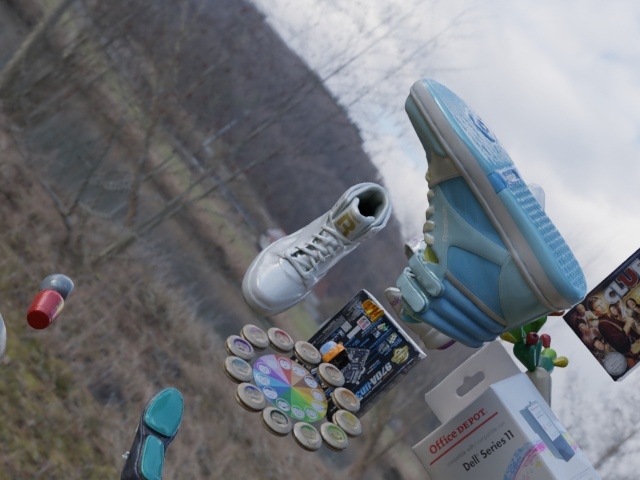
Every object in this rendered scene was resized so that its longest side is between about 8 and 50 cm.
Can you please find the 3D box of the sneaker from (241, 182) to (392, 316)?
[{"bbox_3d":[0.000,0.000,1.542,0.108,0.292,0.169,47,-41,2],"label":"sneaker"}]

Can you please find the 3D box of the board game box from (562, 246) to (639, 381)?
[{"bbox_3d":[0.606,0.131,1.812,0.042,0.243,0.165,10,38,-54],"label":"board game box"}]

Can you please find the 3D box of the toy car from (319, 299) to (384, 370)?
[{"bbox_3d":[0.043,0.134,1.329,0.040,0.122,0.060,45,5,27],"label":"toy car"}]

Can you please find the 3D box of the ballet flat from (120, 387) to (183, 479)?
[{"bbox_3d":[-0.271,0.317,1.496,0.074,0.074,0.203,55,24,-28],"label":"ballet flat"}]

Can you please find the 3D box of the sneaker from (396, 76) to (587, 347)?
[{"bbox_3d":[0.142,-0.018,1.114,0.127,0.208,0.319,-3,60,-59],"label":"sneaker"}]

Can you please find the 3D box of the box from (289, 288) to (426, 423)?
[{"bbox_3d":[0.063,0.229,1.806,0.175,0.220,0.051,47,4,26],"label":"box"}]

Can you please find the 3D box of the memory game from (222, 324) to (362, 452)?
[{"bbox_3d":[-0.029,0.163,1.064,0.186,0.012,0.186,29,26,-16],"label":"memory game"}]

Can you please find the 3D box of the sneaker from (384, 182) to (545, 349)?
[{"bbox_3d":[0.221,0.013,1.415,0.152,0.305,0.114,41,-14,0],"label":"sneaker"}]

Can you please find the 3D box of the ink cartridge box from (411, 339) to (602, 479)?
[{"bbox_3d":[0.291,0.357,1.509,0.119,0.207,0.353,-7,57,-50],"label":"ink cartridge box"}]

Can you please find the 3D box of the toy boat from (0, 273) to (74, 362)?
[{"bbox_3d":[-0.624,0.136,1.775,0.148,0.318,0.267,-85,164,-66],"label":"toy boat"}]

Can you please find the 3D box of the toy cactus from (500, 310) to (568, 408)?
[{"bbox_3d":[0.370,0.199,1.599,0.219,0.112,0.180,50,33,-60],"label":"toy cactus"}]
